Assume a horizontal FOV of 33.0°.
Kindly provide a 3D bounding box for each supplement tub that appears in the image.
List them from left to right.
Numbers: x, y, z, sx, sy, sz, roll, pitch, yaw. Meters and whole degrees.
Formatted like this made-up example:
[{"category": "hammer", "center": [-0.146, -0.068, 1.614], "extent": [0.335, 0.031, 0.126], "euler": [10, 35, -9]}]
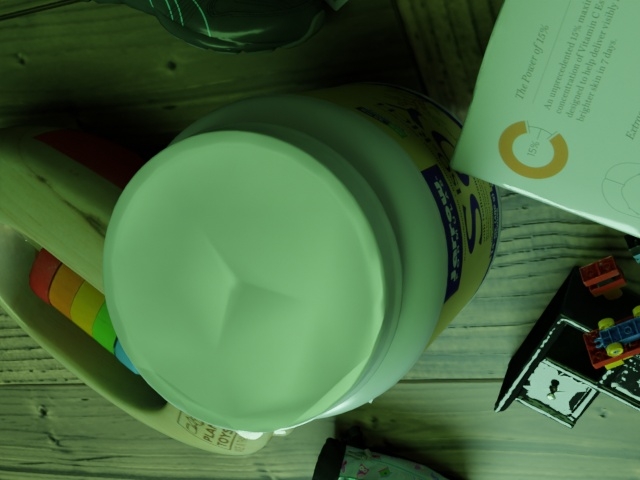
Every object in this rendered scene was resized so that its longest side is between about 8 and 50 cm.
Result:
[{"category": "supplement tub", "center": [0.000, 0.000, 0.855], "extent": [0.241, 0.331, 0.241], "euler": [4, 101, 19]}]

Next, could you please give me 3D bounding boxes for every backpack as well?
[{"category": "backpack", "center": [0.078, 0.318, 1.261], "extent": [0.181, 0.115, 0.152], "euler": [15, 129, 11]}]

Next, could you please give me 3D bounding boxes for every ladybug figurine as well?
[{"category": "ladybug figurine", "center": [-0.189, 0.037, 1.096], "extent": [0.449, 0.162, 0.305], "euler": [38, 146, 9]}]

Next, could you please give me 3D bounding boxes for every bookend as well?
[{"category": "bookend", "center": [0.273, 0.130, 1.041], "extent": [0.156, 0.072, 0.157], "euler": [27, 134, 3]}]

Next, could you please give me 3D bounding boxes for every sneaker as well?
[{"category": "sneaker", "center": [-0.121, -0.238, 0.919], "extent": [0.267, 0.101, 0.106], "euler": [19, 130, 11]}]

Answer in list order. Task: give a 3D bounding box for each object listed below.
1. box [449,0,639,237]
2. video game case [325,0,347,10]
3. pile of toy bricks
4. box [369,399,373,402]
[{"category": "box", "center": [0.297, -0.116, 0.765], "extent": [0.345, 0.168, 0.215], "euler": [21, 133, 9]}, {"category": "video game case", "center": [-0.003, -0.261, 0.902], "extent": [0.122, 0.011, 0.087], "euler": [43, 133, -11]}, {"category": "pile of toy bricks", "center": [0.337, 0.049, 0.941], "extent": [0.212, 0.118, 0.105], "euler": [-23, 143, 20]}, {"category": "box", "center": [0.023, 0.054, 1.121], "extent": [0.159, 0.044, 0.233], "euler": [26, 133, 6]}]
